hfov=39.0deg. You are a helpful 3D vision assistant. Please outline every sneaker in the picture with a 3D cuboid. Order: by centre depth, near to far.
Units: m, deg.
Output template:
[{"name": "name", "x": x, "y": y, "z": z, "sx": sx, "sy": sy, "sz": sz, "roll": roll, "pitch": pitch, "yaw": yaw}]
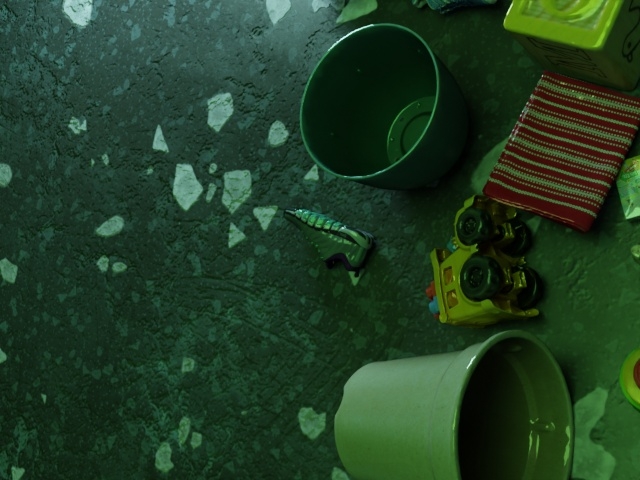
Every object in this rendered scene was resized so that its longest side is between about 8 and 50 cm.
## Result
[{"name": "sneaker", "x": 0.267, "y": -0.490, "z": 1.806, "sx": 0.211, "sy": 0.080, "sz": 0.081, "roll": 29, "pitch": 102, "yaw": 46}, {"name": "sneaker", "x": 0.000, "y": 0.000, "z": 1.857, "sx": 0.223, "sy": 0.083, "sz": 0.098, "roll": 22, "pitch": 96, "yaw": 36}]

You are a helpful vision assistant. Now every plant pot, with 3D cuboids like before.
[{"name": "plant pot", "x": 0.204, "y": 0.318, "z": 1.513, "sx": 0.305, "sy": 0.333, "sz": 0.334, "roll": -7, "pitch": 74, "yaw": 46}, {"name": "plant pot", "x": 0.145, "y": -0.226, "z": 1.717, "sx": 0.293, "sy": 0.235, "sz": 0.293, "roll": -10, "pitch": 72, "yaw": 32}]

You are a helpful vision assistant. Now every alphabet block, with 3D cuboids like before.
[{"name": "alphabet block", "x": 0.464, "y": -0.395, "z": 1.562, "sx": 0.193, "sy": 0.197, "sz": 0.192, "roll": 23, "pitch": 92, "yaw": 36}]

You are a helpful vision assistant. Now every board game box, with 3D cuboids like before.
[{"name": "board game box", "x": 0.577, "y": -0.103, "z": 1.512, "sx": 0.154, "sy": 0.026, "sz": 0.104, "roll": -20, "pitch": 68, "yaw": 29}]

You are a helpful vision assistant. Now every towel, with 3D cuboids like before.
[{"name": "towel", "x": 0.422, "y": -0.159, "z": 1.567, "sx": 0.198, "sy": 0.031, "sz": 0.275, "roll": 23, "pitch": 76, "yaw": 22}]

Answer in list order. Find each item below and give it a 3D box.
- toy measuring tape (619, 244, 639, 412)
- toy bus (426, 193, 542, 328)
[{"name": "toy measuring tape", "x": 0.516, "y": 0.167, "z": 1.438, "sx": 0.121, "sy": 0.121, "sz": 0.330, "roll": -28, "pitch": 56, "yaw": 26}, {"name": "toy bus", "x": 0.268, "y": 0.054, "z": 1.631, "sx": 0.211, "sy": 0.149, "sz": 0.220, "roll": -27, "pitch": 60, "yaw": 44}]
